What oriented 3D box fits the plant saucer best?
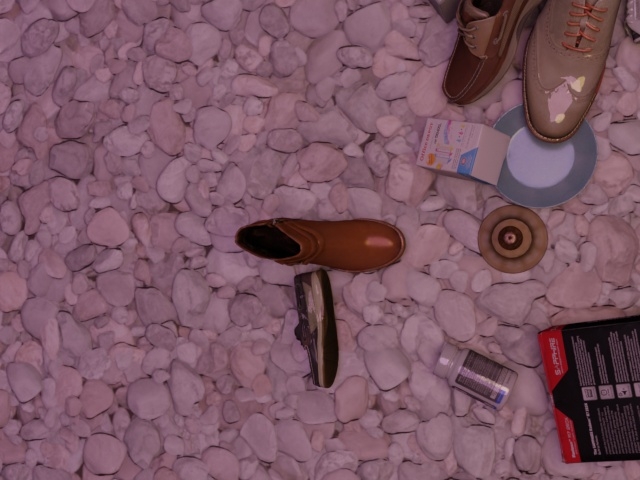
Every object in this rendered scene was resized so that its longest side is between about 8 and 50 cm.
[{"bbox_3d":[0.394,-0.153,1.390,0.194,0.037,0.195,0,89,16],"label":"plant saucer"}]

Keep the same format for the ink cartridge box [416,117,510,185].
[{"bbox_3d":[0.246,-0.160,1.382,0.143,0.089,0.092,16,93,46],"label":"ink cartridge box"}]

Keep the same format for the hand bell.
[{"bbox_3d":[0.319,-0.004,1.302,0.126,0.242,0.126,0,89,16],"label":"hand bell"}]

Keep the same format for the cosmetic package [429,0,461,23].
[{"bbox_3d":[0.243,-0.558,1.386,0.224,0.138,0.224,-36,80,10],"label":"cosmetic package"}]

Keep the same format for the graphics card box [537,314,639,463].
[{"bbox_3d":[0.567,0.233,1.266,0.370,0.094,0.233,-13,85,31],"label":"graphics card box"}]

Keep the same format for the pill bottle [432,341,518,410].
[{"bbox_3d":[0.277,0.242,1.394,0.137,0.078,0.078,26,96,14],"label":"pill bottle"}]

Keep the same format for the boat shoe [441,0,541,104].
[{"bbox_3d":[0.282,-0.383,1.330,0.123,0.116,0.324,56,135,39],"label":"boat shoe"}]

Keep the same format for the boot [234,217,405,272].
[{"bbox_3d":[0.000,0.000,1.399,0.283,0.220,0.109,9,91,15],"label":"boot"}]

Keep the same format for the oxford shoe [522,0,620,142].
[{"bbox_3d":[0.422,-0.361,1.287,0.140,0.146,0.397,11,98,11],"label":"oxford shoe"}]

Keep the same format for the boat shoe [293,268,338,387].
[{"bbox_3d":[-0.013,0.169,1.478,0.073,0.080,0.224,-6,83,22],"label":"boat shoe"}]

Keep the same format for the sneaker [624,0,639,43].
[{"bbox_3d":[0.561,-0.407,1.328,0.094,0.090,0.235,-21,82,23],"label":"sneaker"}]
